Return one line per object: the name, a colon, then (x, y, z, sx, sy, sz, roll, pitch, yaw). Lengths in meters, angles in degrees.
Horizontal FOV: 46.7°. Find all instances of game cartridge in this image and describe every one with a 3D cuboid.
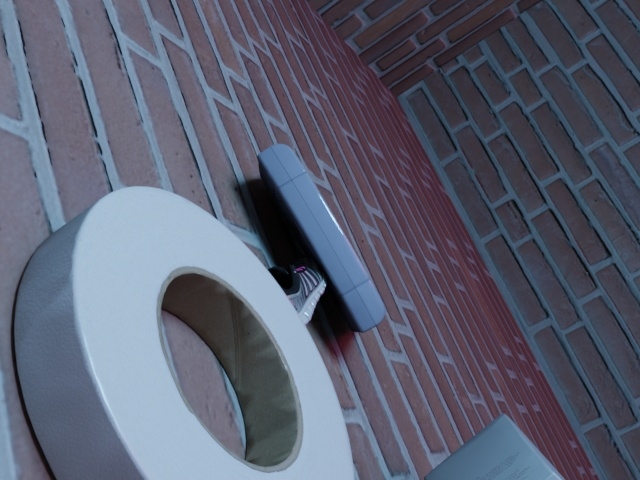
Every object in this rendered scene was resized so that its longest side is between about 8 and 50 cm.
game cartridge: (0.000, 0.000, 1.098, 0.294, 0.060, 0.196, 59, -2, 3)

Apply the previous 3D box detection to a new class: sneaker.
sneaker: (-0.040, 0.057, 0.987, 0.075, 0.063, 0.170, 59, 21, -18)

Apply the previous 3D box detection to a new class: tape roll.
tape roll: (-0.102, 0.131, 0.687, 0.392, 0.072, 0.392, 50, 19, -25)

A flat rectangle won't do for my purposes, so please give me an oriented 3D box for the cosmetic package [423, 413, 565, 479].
cosmetic package: (0.234, 0.338, 0.833, 0.197, 0.155, 0.365, 51, 1, 9)
